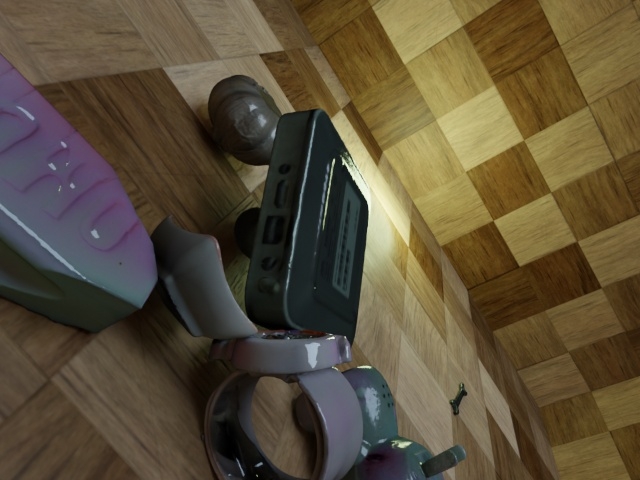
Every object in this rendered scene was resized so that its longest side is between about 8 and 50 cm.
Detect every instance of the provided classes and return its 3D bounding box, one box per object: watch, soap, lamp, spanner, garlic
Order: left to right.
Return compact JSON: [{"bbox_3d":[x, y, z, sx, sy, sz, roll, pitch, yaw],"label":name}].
[{"bbox_3d":[-0.329,-0.045,0.546,0.324,0.109,0.193,52,25,-23],"label":"soap"},{"bbox_3d":[-0.166,-0.266,1.101,0.228,0.152,0.228,42,24,-24],"label":"garlic"},{"bbox_3d":[-0.062,0.244,0.691,0.196,0.244,0.231,6,80,-60],"label":"watch"},{"bbox_3d":[0.116,0.375,0.847,0.247,0.247,0.301,28,32,-58],"label":"lamp"},{"bbox_3d":[0.505,0.572,1.737,0.054,0.015,0.254,65,23,10],"label":"spanner"}]

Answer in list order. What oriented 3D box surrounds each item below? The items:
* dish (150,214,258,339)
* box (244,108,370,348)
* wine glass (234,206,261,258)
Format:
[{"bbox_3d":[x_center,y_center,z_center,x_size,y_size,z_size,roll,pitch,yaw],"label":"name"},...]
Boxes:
[{"bbox_3d":[-0.183,0.058,0.661,0.212,0.077,0.151,19,-46,56],"label":"dish"},{"bbox_3d":[0.001,0.001,0.944,0.396,0.111,0.396,44,50,-62],"label":"box"},{"bbox_3d":[-0.086,-0.042,1.048,0.126,0.126,0.241,60,24,-4],"label":"wine glass"}]
